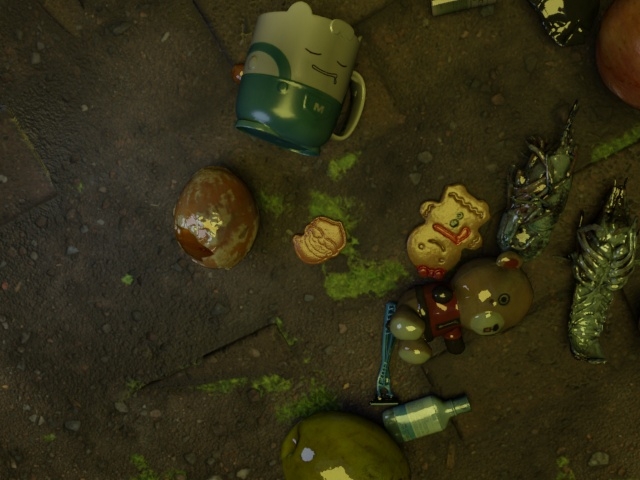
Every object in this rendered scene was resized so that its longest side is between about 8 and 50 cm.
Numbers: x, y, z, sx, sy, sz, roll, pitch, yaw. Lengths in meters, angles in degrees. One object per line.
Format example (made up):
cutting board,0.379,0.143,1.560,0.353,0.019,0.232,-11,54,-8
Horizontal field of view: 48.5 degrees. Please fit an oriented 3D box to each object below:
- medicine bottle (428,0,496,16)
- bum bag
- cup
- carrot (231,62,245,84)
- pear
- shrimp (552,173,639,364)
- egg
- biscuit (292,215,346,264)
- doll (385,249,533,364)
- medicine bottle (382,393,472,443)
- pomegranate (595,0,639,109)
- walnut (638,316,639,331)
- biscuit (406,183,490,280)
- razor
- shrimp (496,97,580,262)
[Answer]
medicine bottle,0.327,-0.516,1.485,0.199,0.057,0.057,-10,102,6
bum bag,0.461,-0.546,1.447,0.142,0.080,0.326,-36,98,-15
cup,-0.028,-0.316,1.476,0.290,0.219,0.257,17,88,-40
carrot,-0.098,-0.335,1.576,0.216,0.048,0.048,24,104,-5
pear,0.060,0.530,1.656,0.307,0.253,0.253,37,104,-14
shrimp,0.611,0.065,1.547,0.222,0.166,0.410,8,115,1
egg,-0.230,-0.049,1.577,0.195,0.195,0.233,-1,106,6
biscuit,0.000,0.000,1.652,0.130,0.019,0.102,-33,99,11
doll,0.306,0.148,1.578,0.330,0.174,0.235,-17,127,1
medicine bottle,0.257,0.420,1.706,0.209,0.053,0.090,-20,99,8
pomegranate,0.708,-0.368,1.343,0.338,0.338,0.338,1,103,5
walnut,0.803,0.189,1.528,0.213,0.213,0.213,1,103,5
biscuit,0.281,-0.016,1.615,0.166,0.036,0.225,37,104,-5
razor,0.159,0.269,1.687,0.082,0.042,0.253,1,102,-16
shrimp,0.464,-0.117,1.506,0.137,0.172,0.372,9,111,9
